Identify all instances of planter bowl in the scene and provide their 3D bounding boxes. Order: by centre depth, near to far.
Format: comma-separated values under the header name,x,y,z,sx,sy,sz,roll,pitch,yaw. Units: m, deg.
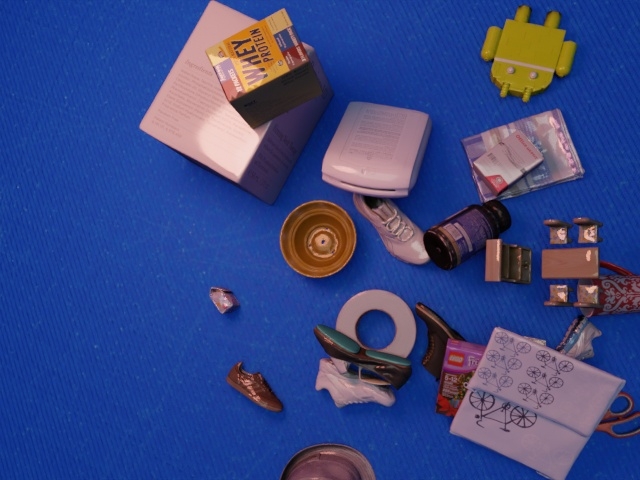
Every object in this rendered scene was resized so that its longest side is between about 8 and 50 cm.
name,x,y,z,sx,sy,sz,roll,pitch,yaw
planter bowl,0.000,0.000,1.650,0.217,0.090,0.217,-1,83,11

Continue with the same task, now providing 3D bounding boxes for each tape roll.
name,x,y,z,sx,sy,sz,roll,pitch,yaw
tape roll,0.155,0.246,1.599,0.219,0.072,0.219,-1,82,10

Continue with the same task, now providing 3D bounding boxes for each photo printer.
name,x,y,z,sx,sy,sz,roll,pitch,yaw
photo printer,0.152,-0.240,1.571,0.256,0.107,0.307,12,49,12

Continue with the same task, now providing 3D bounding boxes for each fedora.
name,x,y,z,sx,sy,sz,roll,pitch,yaw
fedora,0.010,0.677,1.543,0.275,0.124,0.244,-6,82,10

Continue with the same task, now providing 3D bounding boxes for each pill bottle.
name,x,y,z,sx,sy,sz,roll,pitch,yaw
pill bottle,0.392,-0.021,1.537,0.219,0.123,0.123,-28,78,-17

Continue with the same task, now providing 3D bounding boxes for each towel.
name,x,y,z,sx,sy,sz,roll,pitch,yaw
towel,0.555,-0.231,1.604,0.285,0.034,0.209,-16,79,9

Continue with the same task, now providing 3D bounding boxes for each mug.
name,x,y,z,sx,sy,sz,roll,pitch,yaw
mug,0.759,0.119,1.478,0.169,0.113,0.150,-1,80,4

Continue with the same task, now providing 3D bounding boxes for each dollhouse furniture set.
name,x,y,z,sx,sy,sz,roll,pitch,yaw
dollhouse furniture set,0.559,0.056,1.442,0.242,0.161,0.212,-5,79,47

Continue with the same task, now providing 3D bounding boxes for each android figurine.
name,x,y,z,sx,sy,sz,roll,pitch,yaw
android figurine,0.578,-0.519,1.627,0.248,0.056,0.273,18,85,12

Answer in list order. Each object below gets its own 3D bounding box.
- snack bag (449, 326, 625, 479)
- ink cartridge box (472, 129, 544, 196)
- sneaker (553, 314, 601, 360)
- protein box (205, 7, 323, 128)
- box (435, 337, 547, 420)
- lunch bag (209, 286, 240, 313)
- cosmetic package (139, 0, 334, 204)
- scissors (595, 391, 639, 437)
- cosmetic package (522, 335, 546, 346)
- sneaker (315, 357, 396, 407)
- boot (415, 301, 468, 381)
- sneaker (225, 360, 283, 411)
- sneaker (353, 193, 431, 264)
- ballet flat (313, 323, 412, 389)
name,x,y,z,sx,sy,sz,roll,pitch,yaw
snack bag,0.513,0.412,1.429,0.323,0.037,0.342,23,112,8
ink cartridge box,0.504,-0.207,1.562,0.150,0.063,0.109,-36,74,5
sneaker,0.657,0.292,1.500,0.083,0.071,0.191,36,91,7
protein box,-0.122,-0.385,1.334,0.199,0.201,0.136,-26,81,5
box,0.455,0.379,1.487,0.293,0.057,0.201,10,108,14
lunch bag,-0.281,0.168,1.692,0.053,0.071,0.083,-40,77,5
cosmetic package,-0.215,-0.365,1.617,0.327,0.329,0.394,29,90,13
scissors,0.683,0.484,1.492,0.297,0.021,0.109,-24,79,7
cosmetic package,0.539,0.273,1.498,0.060,0.115,0.041,9,82,13
sneaker,0.092,0.413,1.590,0.232,0.090,0.115,20,94,22
boot,0.295,0.274,1.551,0.198,0.077,0.137,44,97,-2
sneaker,-0.178,0.414,1.643,0.188,0.066,0.071,28,88,12
sneaker,0.192,-0.046,1.600,0.111,0.129,0.297,-45,78,1
ballet flat,0.098,0.315,1.519,0.280,0.095,0.096,21,99,13
